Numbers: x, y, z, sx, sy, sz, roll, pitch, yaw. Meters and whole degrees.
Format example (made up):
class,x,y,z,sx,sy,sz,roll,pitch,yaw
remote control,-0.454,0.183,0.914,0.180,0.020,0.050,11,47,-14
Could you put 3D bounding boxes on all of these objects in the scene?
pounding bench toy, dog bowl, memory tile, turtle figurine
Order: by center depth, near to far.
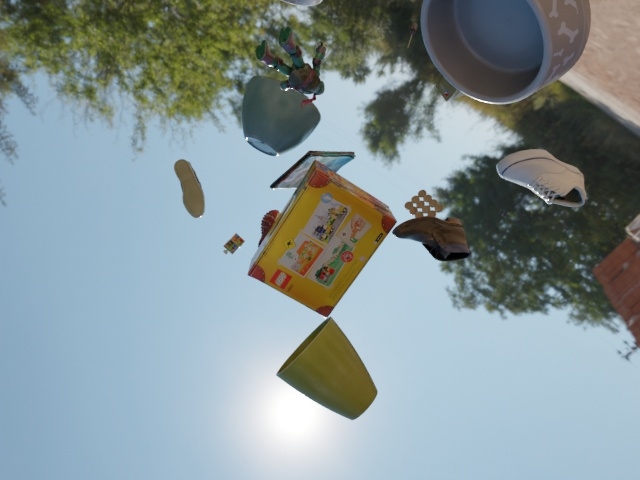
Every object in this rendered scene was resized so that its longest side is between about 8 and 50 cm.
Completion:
class,x,y,z,sx,sy,sz,roll,pitch,yaw
dog bowl,0.358,-0.440,0.992,0.349,0.348,0.102,42,-108,17
turtle figurine,-0.050,-0.447,1.251,0.234,0.175,0.118,26,-145,-51
memory tile,0.419,-0.136,1.945,0.012,0.113,0.148,42,-172,-49
pounding bench toy,-0.359,0.019,1.964,0.052,0.065,0.083,44,-147,-10

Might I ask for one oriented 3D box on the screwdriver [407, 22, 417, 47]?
class,x,y,z,sx,sy,sz,roll,pitch,yaw
screwdriver,0.345,-0.771,1.810,0.025,0.024,0.169,53,-137,-45

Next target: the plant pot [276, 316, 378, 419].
class,x,y,z,sx,sy,sz,roll,pitch,yaw
plant pot,0.047,0.462,1.648,0.293,0.275,0.275,44,-152,2

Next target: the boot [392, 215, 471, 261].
class,x,y,z,sx,sy,sz,roll,pitch,yaw
boot,0.295,-0.001,1.236,0.219,0.082,0.106,-4,-123,-24

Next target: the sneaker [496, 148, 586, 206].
class,x,y,z,sx,sy,sz,roll,pitch,yaw
sneaker,0.507,-0.133,1.066,0.258,0.094,0.091,7,-124,-25

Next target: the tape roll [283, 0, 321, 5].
class,x,y,z,sx,sy,sz,roll,pitch,yaw
tape roll,-0.139,-0.989,1.689,0.392,0.072,0.392,16,-128,-21

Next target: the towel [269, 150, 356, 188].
class,x,y,z,sx,sy,sz,roll,pitch,yaw
towel,-0.027,-0.312,2.148,0.370,0.271,0.040,-14,-109,-56

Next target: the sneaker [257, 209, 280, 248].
class,x,y,z,sx,sy,sz,roll,pitch,yaw
sneaker,-0.206,-0.034,2.060,0.093,0.225,0.088,-9,-142,-36

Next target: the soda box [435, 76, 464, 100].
class,x,y,z,sx,sy,sz,roll,pitch,yaw
soda box,0.436,-0.476,1.429,0.181,0.058,0.061,-24,-104,-29

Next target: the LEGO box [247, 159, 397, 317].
class,x,y,z,sx,sy,sz,roll,pitch,yaw
LEGO box,0.000,0.000,1.901,0.373,0.500,0.193,31,-164,-13

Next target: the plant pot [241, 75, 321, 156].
class,x,y,z,sx,sy,sz,roll,pitch,yaw
plant pot,-0.170,-0.420,1.720,0.290,0.195,0.290,26,171,4

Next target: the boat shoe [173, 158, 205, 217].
class,x,y,z,sx,sy,sz,roll,pitch,yaw
boat shoe,-0.474,-0.188,1.768,0.068,0.081,0.227,61,-170,-84
